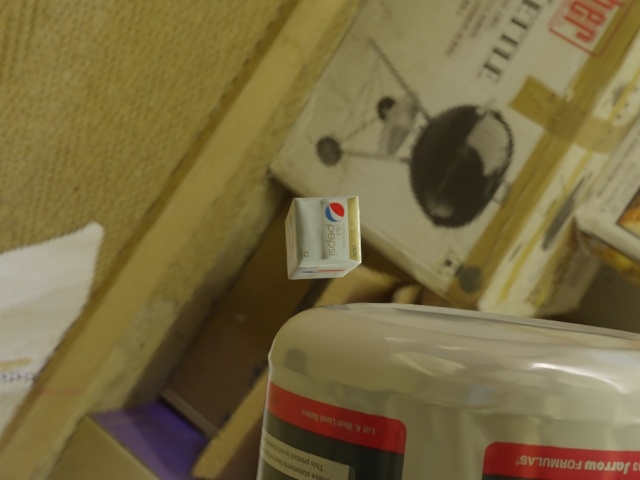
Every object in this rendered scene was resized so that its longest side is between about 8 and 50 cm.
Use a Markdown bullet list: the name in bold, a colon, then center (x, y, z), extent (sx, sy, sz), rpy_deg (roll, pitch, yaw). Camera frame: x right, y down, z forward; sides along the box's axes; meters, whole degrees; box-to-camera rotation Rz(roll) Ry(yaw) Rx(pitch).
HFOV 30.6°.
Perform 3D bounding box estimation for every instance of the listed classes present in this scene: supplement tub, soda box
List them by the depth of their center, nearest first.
- **supplement tub**: center (0.060, 0.170, 0.497), extent (0.191, 0.191, 0.272), rpy_deg (4, 93, -64)
- **soda box**: center (0.000, 0.000, 1.287), extent (0.216, 0.069, 0.074), rpy_deg (122, -35, -83)
